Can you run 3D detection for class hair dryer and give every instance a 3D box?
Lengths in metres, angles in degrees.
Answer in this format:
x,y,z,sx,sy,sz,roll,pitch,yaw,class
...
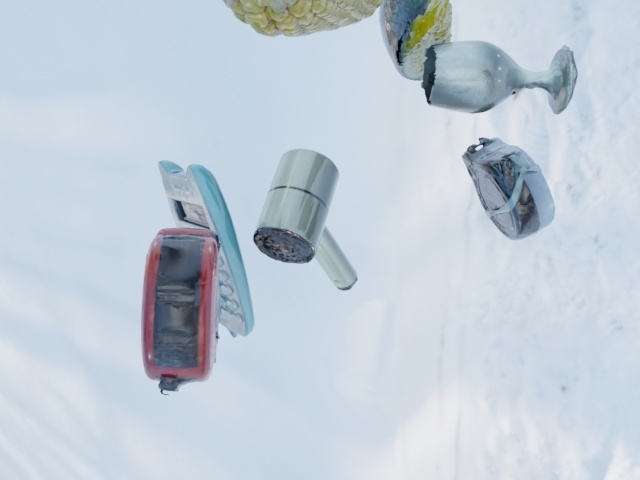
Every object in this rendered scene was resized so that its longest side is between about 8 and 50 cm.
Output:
x,y,z,sx,sy,sz,roll,pitch,yaw,class
0.000,0.000,1.625,0.128,0.203,0.362,-1,145,27,hair dryer

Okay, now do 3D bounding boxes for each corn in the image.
x,y,z,sx,sy,sz,roll,pitch,yaw,class
-0.009,-0.294,0.864,0.144,0.387,0.144,3,104,14,corn

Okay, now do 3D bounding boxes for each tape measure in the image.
x,y,z,sx,sy,sz,roll,pitch,yaw,class
0.358,-0.094,1.473,0.181,0.107,0.182,63,174,-22,tape measure
-0.214,0.111,1.239,0.260,0.114,0.253,-116,28,-76,tape measure

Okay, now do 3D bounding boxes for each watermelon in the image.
x,y,z,sx,sy,sz,roll,pitch,yaw,class
0.174,-0.368,1.395,0.301,0.129,0.123,49,-157,-72,watermelon

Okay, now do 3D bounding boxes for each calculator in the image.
x,y,z,sx,sy,sz,roll,pitch,yaw,class
-0.223,0.022,1.596,0.256,0.054,0.386,14,121,59,calculator

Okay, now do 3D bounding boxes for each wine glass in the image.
x,y,z,sx,sy,sz,roll,pitch,yaw,class
0.299,-0.276,1.341,0.126,0.241,0.126,-177,90,-86,wine glass
